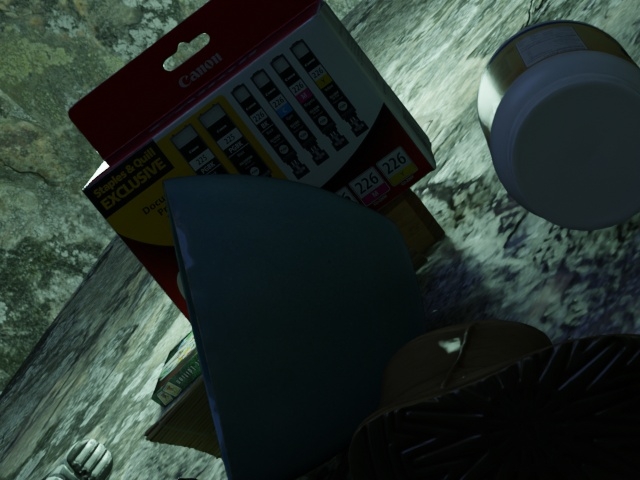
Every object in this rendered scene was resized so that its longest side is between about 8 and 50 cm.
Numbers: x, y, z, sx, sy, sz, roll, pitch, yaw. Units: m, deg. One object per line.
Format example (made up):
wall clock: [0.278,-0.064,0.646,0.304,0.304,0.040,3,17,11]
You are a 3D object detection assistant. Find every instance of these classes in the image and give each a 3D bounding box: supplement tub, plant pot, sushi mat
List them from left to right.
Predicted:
sushi mat: [-0.032,0.106,1.517,0.316,0.151,0.019,-47,53,10]
plant pot: [-0.015,0.067,1.317,0.195,0.290,0.290,-13,11,-6]
supplement tub: [0.209,-0.097,1.230,0.144,0.144,0.200,-46,13,15]

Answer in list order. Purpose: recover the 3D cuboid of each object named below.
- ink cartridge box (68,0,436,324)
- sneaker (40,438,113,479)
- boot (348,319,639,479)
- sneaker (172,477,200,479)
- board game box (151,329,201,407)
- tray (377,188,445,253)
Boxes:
ink cartridge box: [-0.083,-0.104,1.551,0.309,0.272,0.130,-36,12,11]
sneaker: [-0.376,0.376,2.006,0.132,0.086,0.229,-43,3,46]
boot: [0.139,0.094,0.991,0.236,0.089,0.269,-10,4,11]
sneaker: [-0.128,0.261,1.325,0.108,0.100,0.271,-51,-5,10]
board game box: [-0.132,0.114,2.049,0.259,0.030,0.136,-44,11,23]
tray: [0.000,0.000,1.750,0.203,0.076,0.411,-39,13,-2]
